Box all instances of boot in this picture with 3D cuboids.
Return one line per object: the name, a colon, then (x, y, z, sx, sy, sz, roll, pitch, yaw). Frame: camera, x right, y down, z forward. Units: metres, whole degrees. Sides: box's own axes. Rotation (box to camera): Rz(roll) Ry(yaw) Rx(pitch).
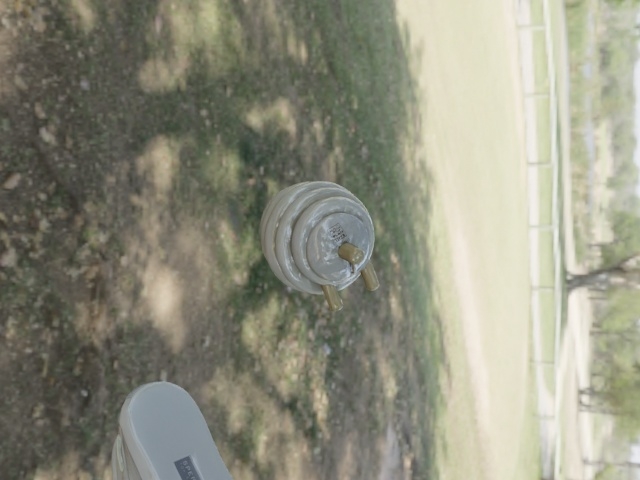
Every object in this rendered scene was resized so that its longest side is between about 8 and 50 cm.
boot: (-0.118, 0.262, 0.786, 0.258, 0.095, 0.123, 64, -33, 26)

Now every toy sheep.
toy sheep: (0.000, 0.000, 0.632, 0.091, 0.132, 0.091, -6, 102, -29)
